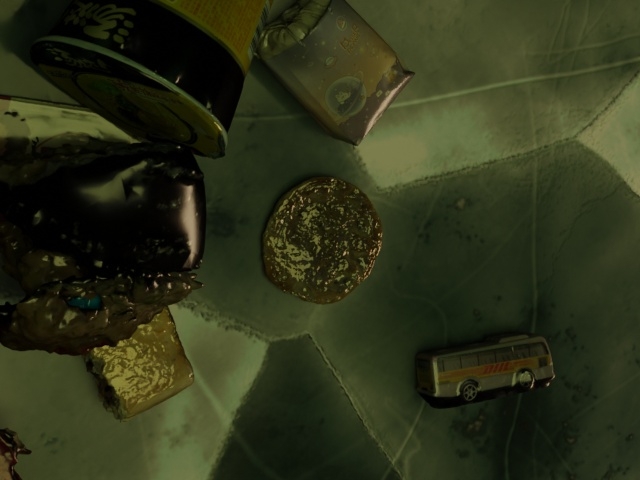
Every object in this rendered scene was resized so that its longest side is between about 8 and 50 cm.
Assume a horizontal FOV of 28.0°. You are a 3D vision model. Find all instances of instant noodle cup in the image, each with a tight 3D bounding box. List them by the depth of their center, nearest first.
[{"bbox_3d":[-0.138,-0.229,1.265,0.215,0.215,0.236,33,75,-26],"label":"instant noodle cup"}]

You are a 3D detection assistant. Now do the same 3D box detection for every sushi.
[{"bbox_3d":[-0.216,0.010,1.238,0.239,0.225,0.218,1,98,-25],"label":"sushi"}]

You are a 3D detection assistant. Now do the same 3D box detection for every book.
[{"bbox_3d":[-0.285,-0.063,1.334,0.232,0.022,0.162,6,99,-24],"label":"book"}]

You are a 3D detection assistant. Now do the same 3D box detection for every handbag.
[{"bbox_3d":[0.010,-0.197,1.394,0.173,0.095,0.117,42,80,-28],"label":"handbag"}]

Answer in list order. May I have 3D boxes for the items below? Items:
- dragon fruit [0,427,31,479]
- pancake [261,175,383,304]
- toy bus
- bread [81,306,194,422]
[{"bbox_3d":[-0.454,0.285,1.276,0.343,0.100,0.282,-37,97,-21],"label":"dragon fruit"},{"bbox_3d":[0.000,0.000,1.470,0.152,0.025,0.151,-6,104,-23],"label":"pancake"},{"bbox_3d":[0.202,0.156,1.575,0.172,0.057,0.072,-9,96,-22],"label":"toy bus"},{"bbox_3d":[-0.202,0.123,1.381,0.106,0.082,0.125,-27,101,-27],"label":"bread"}]
